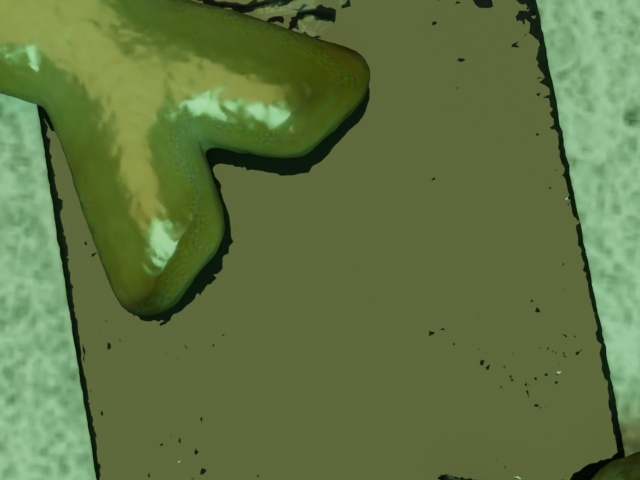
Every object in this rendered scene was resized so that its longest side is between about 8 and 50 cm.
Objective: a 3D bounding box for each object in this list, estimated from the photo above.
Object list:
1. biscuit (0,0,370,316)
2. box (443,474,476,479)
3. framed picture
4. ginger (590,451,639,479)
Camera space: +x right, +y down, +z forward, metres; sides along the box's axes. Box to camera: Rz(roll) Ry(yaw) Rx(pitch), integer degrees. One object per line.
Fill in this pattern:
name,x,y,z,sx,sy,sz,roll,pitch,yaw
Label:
biscuit,-0.099,-0.088,0.843,0.208,0.047,0.164,43,84,-3
box,0.070,0.167,0.830,0.051,0.036,0.117,8,92,0
framed picture,0.000,0.000,0.871,0.244,0.013,0.323,-10,83,0
ginger,0.174,0.196,0.811,0.166,0.080,0.333,16,87,-9
